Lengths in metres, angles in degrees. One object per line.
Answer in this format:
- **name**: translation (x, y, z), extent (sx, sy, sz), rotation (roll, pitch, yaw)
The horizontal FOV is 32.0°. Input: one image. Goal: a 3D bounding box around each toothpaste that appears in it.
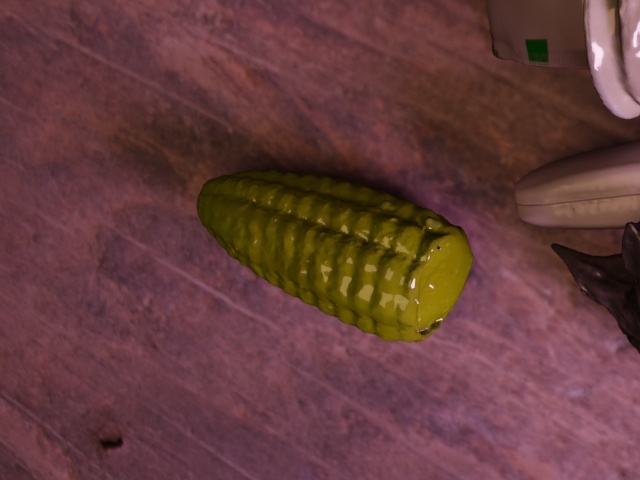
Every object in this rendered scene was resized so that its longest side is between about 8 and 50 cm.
- **toothpaste**: translation (0.117, -0.247, 0.637), extent (0.075, 0.048, 0.301), rotation (0, 110, 20)

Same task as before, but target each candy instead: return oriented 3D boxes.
- **candy**: translation (0.000, 0.000, 0.774), extent (0.209, 0.097, 0.096), rotation (20, 117, 28)

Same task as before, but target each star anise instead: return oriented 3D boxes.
- **star anise**: translation (0.224, 0.047, 0.634), extent (0.181, 0.061, 0.204), rotation (10, 151, 41)

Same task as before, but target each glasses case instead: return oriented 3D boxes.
- **glasses case**: translation (0.206, -0.036, 0.644), extent (0.193, 0.074, 0.049), rotation (-5, 102, 32)

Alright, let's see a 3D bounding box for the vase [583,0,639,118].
- **vase**: translation (0.294, -0.112, 0.514), extent (0.321, 0.173, 0.173), rotation (6, 111, 34)
